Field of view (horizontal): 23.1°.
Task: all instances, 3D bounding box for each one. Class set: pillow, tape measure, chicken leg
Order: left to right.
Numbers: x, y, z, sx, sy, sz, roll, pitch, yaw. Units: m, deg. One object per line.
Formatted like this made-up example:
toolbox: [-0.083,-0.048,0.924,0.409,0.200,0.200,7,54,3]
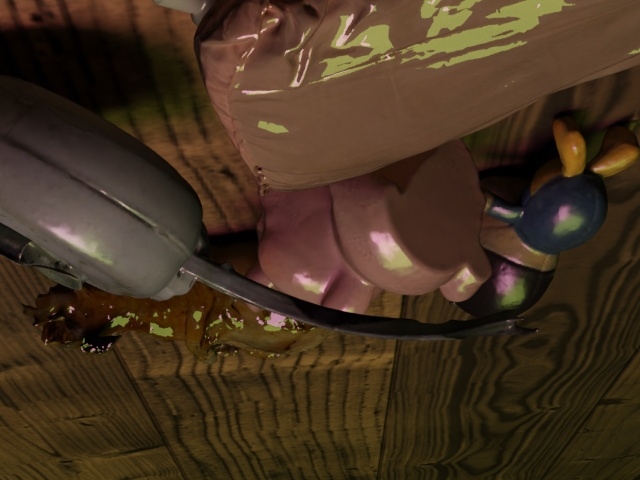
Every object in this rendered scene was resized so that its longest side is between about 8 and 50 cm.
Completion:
tape measure: [-0.064,0.007,0.766,0.330,0.084,0.164,24,176,27]
chicken leg: [-0.091,0.048,1.111,0.227,0.088,0.103,-9,178,3]
pillow: [0.076,-0.100,0.707,0.270,0.067,0.173,-20,155,7]

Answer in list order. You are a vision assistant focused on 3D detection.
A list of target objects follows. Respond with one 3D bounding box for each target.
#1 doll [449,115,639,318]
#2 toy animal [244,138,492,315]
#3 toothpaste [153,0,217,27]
doll: [0.133,-0.015,1.016,0.102,0.089,0.179,6,135,-34]
toy animal: [-0.001,-0.001,0.959,0.124,0.124,0.212,9,163,-40]
toothpaste: [0.009,-0.108,0.758,0.204,0.031,0.049,4,152,-36]
